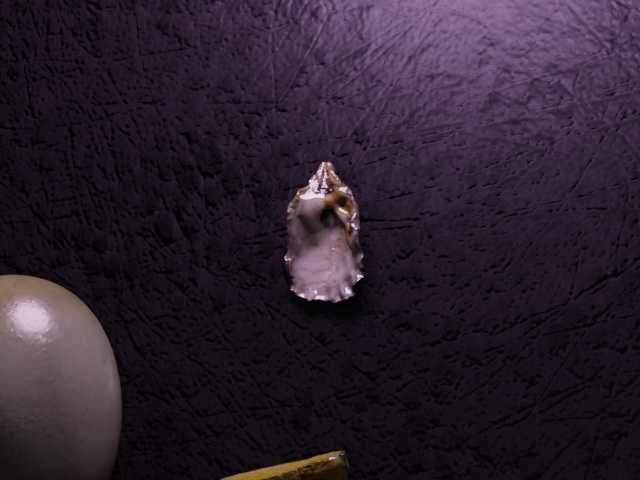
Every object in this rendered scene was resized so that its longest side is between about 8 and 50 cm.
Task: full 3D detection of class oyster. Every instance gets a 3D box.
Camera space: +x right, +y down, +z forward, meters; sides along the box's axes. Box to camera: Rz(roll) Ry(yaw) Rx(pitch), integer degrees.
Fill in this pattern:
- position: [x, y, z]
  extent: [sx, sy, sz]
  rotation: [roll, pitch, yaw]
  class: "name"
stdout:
- position: [0.000, 0.000, 1.867]
  extent: [0.122, 0.045, 0.146]
  rotation: [-38, 76, 4]
  class: "oyster"

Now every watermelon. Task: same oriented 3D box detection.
- position: [-0.046, 0.277, 1.801]
  extent: [0.181, 0.092, 0.075]
  rotation: [-16, 87, 7]
  class: "watermelon"

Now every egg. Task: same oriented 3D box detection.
- position: [-0.322, 0.182, 1.849]
  extent: [0.218, 0.218, 0.295]
  rotation: [-19, 85, 14]
  class: "egg"
